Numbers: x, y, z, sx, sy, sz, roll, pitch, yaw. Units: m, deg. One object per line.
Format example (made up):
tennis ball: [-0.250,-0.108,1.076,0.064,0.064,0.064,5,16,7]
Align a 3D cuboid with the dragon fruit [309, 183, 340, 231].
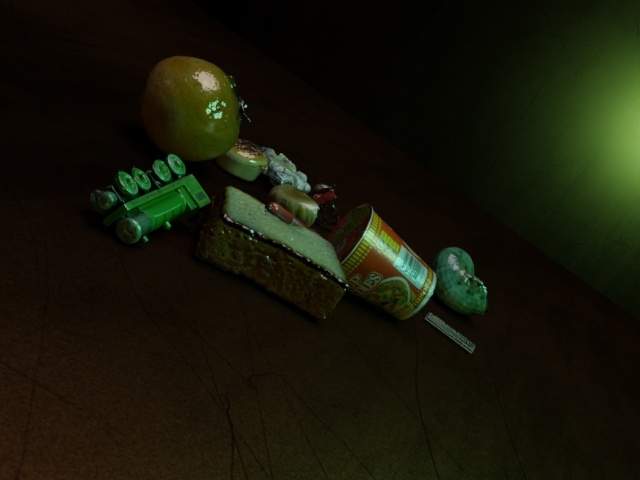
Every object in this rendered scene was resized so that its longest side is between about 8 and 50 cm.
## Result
dragon fruit: [0.027,-0.099,1.934,0.122,0.092,0.192,33,16,-3]

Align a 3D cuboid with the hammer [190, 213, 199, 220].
hammer: [-0.307,-0.073,1.358,0.078,0.021,0.201,48,22,25]

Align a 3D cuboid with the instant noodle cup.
instant noodle cup: [0.124,0.056,1.573,0.212,0.193,0.193,37,15,-17]

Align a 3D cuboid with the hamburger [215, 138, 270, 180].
hamburger: [-0.187,-0.203,1.844,0.141,0.081,0.126,24,19,-28]

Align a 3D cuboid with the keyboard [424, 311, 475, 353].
keyboard: [0.293,0.209,1.706,0.129,0.015,0.049,37,17,11]

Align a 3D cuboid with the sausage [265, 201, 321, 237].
sausage: [-0.054,-0.032,1.612,0.034,0.034,0.253,44,5,31]

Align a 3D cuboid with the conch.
conch: [0.347,0.105,1.922,0.176,0.122,0.188,51,14,-16]

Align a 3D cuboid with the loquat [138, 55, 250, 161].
loquat: [-0.277,-0.288,1.659,0.244,0.244,0.244,31,17,-10]

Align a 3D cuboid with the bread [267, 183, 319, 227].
bread: [-0.071,-0.076,1.702,0.157,0.083,0.094,31,14,35]

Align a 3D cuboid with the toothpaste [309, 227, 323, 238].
toothpaste: [0.000,0.000,1.738,0.083,0.019,0.027,43,-5,25]

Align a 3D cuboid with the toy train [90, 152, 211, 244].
toy train: [-0.283,-0.069,1.269,0.119,0.085,0.251,56,25,-5]

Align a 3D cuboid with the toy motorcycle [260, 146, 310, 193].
toy motorcycle: [-0.092,-0.172,1.954,0.151,0.074,0.228,29,16,-26]

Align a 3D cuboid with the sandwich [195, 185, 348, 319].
sandwich: [-0.093,0.009,1.405,0.273,0.095,0.249,29,16,-14]
